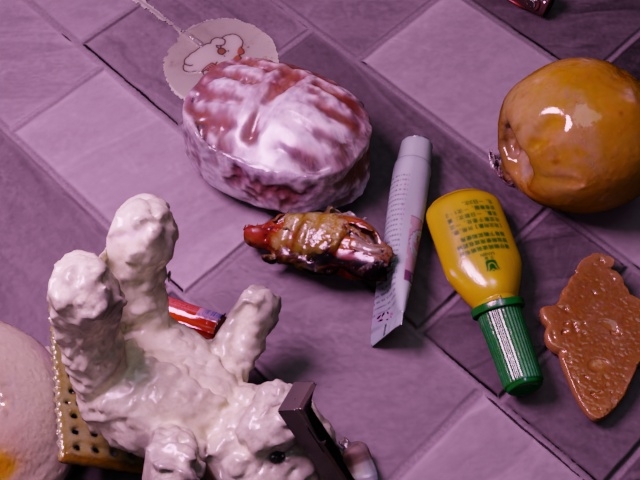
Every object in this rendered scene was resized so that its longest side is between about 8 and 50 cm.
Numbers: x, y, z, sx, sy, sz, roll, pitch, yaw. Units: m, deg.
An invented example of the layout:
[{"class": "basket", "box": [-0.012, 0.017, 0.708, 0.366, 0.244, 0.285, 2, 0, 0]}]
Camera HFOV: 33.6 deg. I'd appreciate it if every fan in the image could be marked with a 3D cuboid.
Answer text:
[{"class": "fan", "box": [-0.211, -0.330, 1.736, 0.329, 0.009, 0.191, 40, 67, 21]}]

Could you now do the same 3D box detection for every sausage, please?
[{"class": "sausage", "box": [-0.201, 0.103, 1.455, 0.145, 0.048, 0.050, 17, 99, 10]}]

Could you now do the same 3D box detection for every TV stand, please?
[{"class": "TV stand", "box": [0.031, 0.272, 1.239, 0.040, 0.256, 0.049, -9, 33, 37]}]

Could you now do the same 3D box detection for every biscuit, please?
[{"class": "biscuit", "box": [0.378, 0.130, 1.443, 0.163, 0.035, 0.250, 6, 58, 10]}, {"class": "biscuit", "box": [-0.287, 0.184, 1.368, 0.139, 0.016, 0.231, 20, 46, -42]}]

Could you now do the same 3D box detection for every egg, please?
[{"class": "egg", "box": [-0.469, 0.212, 1.299, 0.337, 0.201, 0.337, 1, 57, -2]}]

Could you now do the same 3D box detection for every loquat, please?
[{"class": "loquat", "box": [0.376, -0.151, 1.501, 0.244, 0.244, 0.243, 0, 59, 0]}]

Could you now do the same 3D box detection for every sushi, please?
[{"class": "sushi", "box": [0.001, -0.001, 1.480, 0.226, 0.103, 0.097, 11, 93, 16]}]

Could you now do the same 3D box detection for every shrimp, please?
[{"class": "shrimp", "box": [0.278, -0.110, 1.594, 0.038, 0.029, 0.092, -19, 55, -2]}]

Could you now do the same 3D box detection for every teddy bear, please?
[{"class": "teddy bear", "box": [-0.096, 0.176, 1.241, 0.362, 0.375, 0.327, 17, 38, 17]}]

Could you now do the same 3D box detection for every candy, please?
[{"class": "candy", "box": [-0.064, -0.157, 1.546, 0.290, 0.157, 0.214, 21, 57, 12]}]

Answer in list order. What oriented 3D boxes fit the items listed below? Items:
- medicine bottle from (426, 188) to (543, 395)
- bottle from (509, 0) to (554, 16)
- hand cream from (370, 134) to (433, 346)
[{"class": "medicine bottle", "box": [0.233, 0.066, 1.456, 0.111, 0.076, 0.309, -12, 59, -4]}, {"class": "bottle", "box": [0.317, -0.430, 1.768, 0.164, 0.060, 0.060, 38, 66, 20]}, {"class": "hand cream", "box": [0.112, -0.010, 1.506, 0.058, 0.085, 0.331, 27, 54, -18]}]
